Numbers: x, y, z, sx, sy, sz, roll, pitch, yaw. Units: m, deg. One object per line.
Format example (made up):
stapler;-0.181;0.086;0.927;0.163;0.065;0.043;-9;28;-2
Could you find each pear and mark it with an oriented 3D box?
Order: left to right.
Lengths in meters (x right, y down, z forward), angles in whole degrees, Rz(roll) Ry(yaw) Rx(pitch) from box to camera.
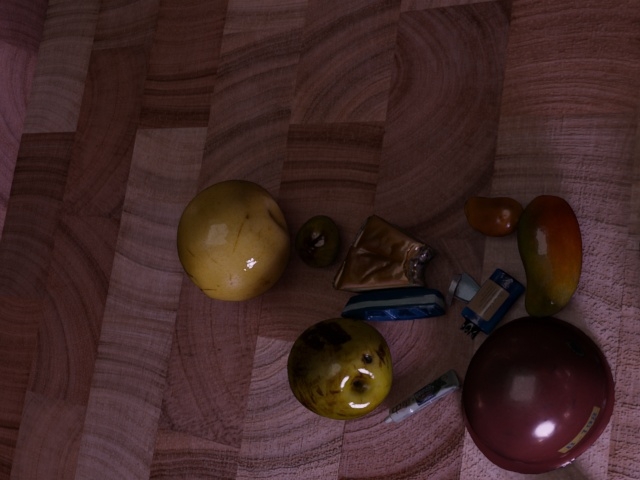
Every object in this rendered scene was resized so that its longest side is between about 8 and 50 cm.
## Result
pear;-0.248;0.003;1.943;0.348;0.348;0.348;-7;77;29
pear;0.051;0.329;1.734;0.283;0.283;0.283;-7;77;29

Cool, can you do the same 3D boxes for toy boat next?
toy boat;0.185;0.172;1.799;0.299;0.096;0.062;-8;66;31
toy boat;0.388;0.141;1.726;0.122;0.034;0.096;21;97;23

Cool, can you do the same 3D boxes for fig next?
fig;-0.006;0.002;1.926;0.136;0.121;0.153;19;90;27

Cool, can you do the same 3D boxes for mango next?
mango;0.437;-0.060;1.705;0.159;0.084;0.105;13;86;53
mango;0.544;0.034;1.596;0.146;0.129;0.289;-5;86;-9

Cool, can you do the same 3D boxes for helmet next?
helmet;0.456;0.348;1.526;0.337;0.230;0.385;42;100;29

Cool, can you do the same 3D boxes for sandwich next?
sandwich;0.178;0.081;1.781;0.198;0.155;0.227;34;98;31

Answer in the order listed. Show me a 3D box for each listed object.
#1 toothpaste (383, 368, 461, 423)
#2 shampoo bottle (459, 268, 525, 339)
toothpaste;0.257;0.409;1.737;0.233;0.038;0.060;-37;38;18
shampoo bottle;0.415;0.162;1.669;0.087;0.050;0.183;39;89;20
